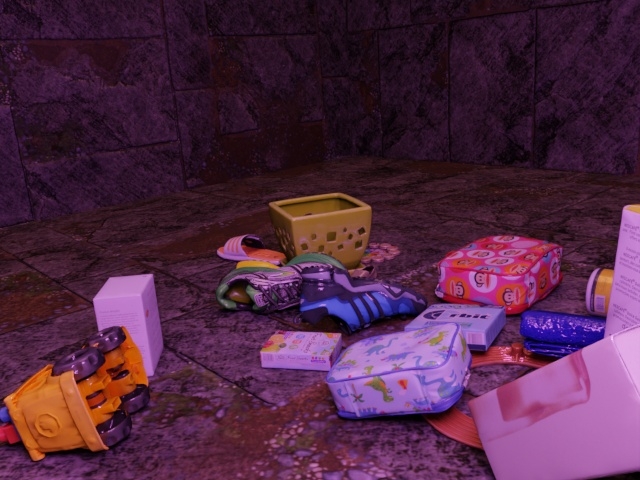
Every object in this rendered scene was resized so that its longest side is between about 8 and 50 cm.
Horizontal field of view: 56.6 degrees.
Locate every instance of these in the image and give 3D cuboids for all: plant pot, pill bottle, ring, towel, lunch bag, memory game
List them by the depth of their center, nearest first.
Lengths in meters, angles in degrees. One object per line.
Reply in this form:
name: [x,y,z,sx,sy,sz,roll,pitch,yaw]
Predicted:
lunch bag: [0.134,0.211,0.979,0.219,0.090,0.176,-15,12,25]
ring: [0.321,0.246,0.988,0.336,0.032,0.336,-4,17,1]
towel: [0.524,0.179,1.052,0.308,0.076,0.227,5,-4,30]
pill bottle: [0.650,0.120,1.213,0.184,0.103,0.103,10,21,40]
lunch bag: [0.413,0.068,1.424,0.258,0.120,0.293,10,22,42]
plant pot: [0.000,0.000,1.612,0.227,0.207,0.228,-9,16,-18]
memory game: [0.150,0.035,1.804,0.186,0.012,0.186,-4,15,1]

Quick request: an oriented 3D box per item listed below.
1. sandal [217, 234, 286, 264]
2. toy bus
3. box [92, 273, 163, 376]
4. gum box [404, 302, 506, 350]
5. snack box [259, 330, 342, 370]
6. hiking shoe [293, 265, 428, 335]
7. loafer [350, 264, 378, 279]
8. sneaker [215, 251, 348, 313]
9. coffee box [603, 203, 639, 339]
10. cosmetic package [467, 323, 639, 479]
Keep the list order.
sandal: [-0.207,0.019,1.834,0.265,0.076,0.102,7,19,35]
toy bus: [-0.414,0.256,0.982,0.211,0.149,0.220,-19,12,8]
box: [-0.377,0.169,1.182,0.091,0.170,0.130,-5,15,-4]
gum box: [0.275,0.169,1.193,0.157,0.041,0.184,-2,8,29]
snack box: [-0.037,0.215,1.173,0.141,0.037,0.100,1,17,15]
hiking shoe: [0.088,0.142,1.289,0.304,0.132,0.113,14,-6,-19]
loafer: [0.095,0.100,1.520,0.056,0.050,0.148,7,19,33]
sneaker: [-0.087,0.121,1.402,0.343,0.134,0.146,-8,20,22]
coffee box: [0.588,0.142,0.692,0.337,0.334,0.338,-4,16,-11]
cosmetic package: [0.320,0.197,0.695,0.153,0.129,0.296,-9,-23,-23]
